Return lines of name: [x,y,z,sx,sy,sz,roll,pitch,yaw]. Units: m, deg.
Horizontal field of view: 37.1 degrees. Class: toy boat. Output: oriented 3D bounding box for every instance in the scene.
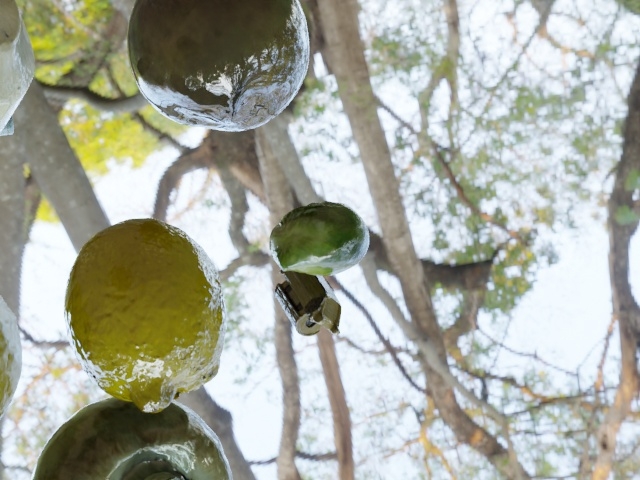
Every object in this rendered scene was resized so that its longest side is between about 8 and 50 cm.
toy boat: [-0.032,0.086,1.607,0.088,0.068,0.226,-46,-141,7]

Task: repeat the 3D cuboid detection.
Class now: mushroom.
mushroom: [-0.295,0.413,1.516,0.260,0.352,0.352,0,-145,46]

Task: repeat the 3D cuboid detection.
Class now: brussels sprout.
brussels sprout: [0.001,-0.004,1.482,0.155,0.118,0.155,8,178,0]

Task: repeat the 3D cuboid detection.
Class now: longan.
longan: [-0.164,-0.318,1.545,0.318,0.319,0.319,-11,-146,8]

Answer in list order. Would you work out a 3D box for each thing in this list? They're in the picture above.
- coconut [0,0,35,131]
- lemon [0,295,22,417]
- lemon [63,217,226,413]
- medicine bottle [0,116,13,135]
coconut: [-0.473,-0.203,1.095,0.247,0.245,0.245,-43,-160,33]
lemon: [-0.612,0.169,1.420,0.336,0.336,0.336,-11,-146,8]
lemon: [-0.264,0.112,1.448,0.245,0.245,0.320,-14,-118,3]
medicine bottle: [-0.677,-0.202,1.674,0.258,0.079,0.124,-9,-178,-20]
